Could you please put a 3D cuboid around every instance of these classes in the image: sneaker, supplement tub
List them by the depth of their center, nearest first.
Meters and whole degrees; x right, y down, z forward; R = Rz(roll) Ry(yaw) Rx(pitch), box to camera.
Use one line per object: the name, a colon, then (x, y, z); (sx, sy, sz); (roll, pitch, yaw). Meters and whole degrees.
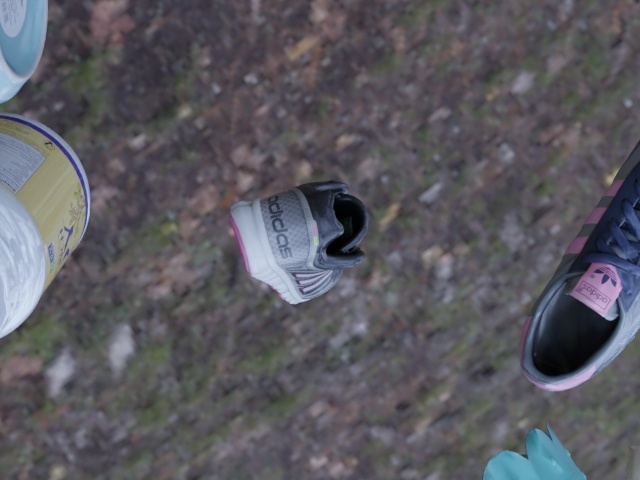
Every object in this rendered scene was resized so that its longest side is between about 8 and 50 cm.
sneaker: (0.000, 0.000, 1.002); (0.074, 0.063, 0.170); (-15, 168, 12)
sneaker: (0.288, 0.013, 1.434); (0.319, 0.112, 0.131); (-64, 165, 23)
supplement tub: (-0.450, -0.009, 2.007); (0.241, 0.241, 0.331); (-43, -168, 22)

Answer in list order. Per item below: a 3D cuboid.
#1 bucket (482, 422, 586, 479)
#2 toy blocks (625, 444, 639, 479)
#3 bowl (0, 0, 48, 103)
bucket: (0.147, 0.305, 1.314); (0.281, 0.183, 0.281); (-35, 167, -9)
toy blocks: (0.497, 0.371, 1.778); (0.288, 0.309, 0.260); (-5, 102, -69)
bowl: (-0.421, -0.271, 1.785); (0.163, 0.312, 0.311); (3, 167, 10)
